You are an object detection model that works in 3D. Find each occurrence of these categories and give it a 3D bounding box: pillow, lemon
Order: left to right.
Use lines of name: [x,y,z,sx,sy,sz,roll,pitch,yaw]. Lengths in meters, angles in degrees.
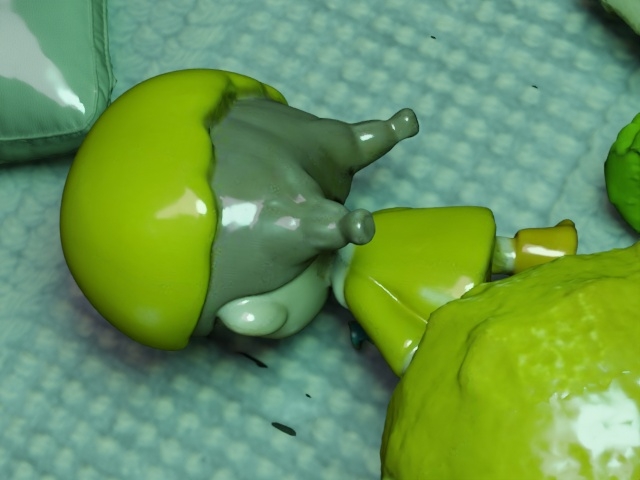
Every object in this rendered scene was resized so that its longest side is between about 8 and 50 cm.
pillow: [-0.278,-0.205,1.198,0.255,0.120,0.322,-7,70,6]
lemon: [0.164,0.121,0.885,0.288,0.233,0.234,-10,67,-11]

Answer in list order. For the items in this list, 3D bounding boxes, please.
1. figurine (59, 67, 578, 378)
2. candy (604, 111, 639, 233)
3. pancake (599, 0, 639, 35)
figurine: [0.000,0.000,1.058,0.343,0.215,0.187,14,116,1]
candy: [0.287,-0.085,1.096,0.209,0.097,0.096,-41,69,-19]
pancake: [0.352,-0.235,1.131,0.356,0.065,0.356,-7,48,8]
